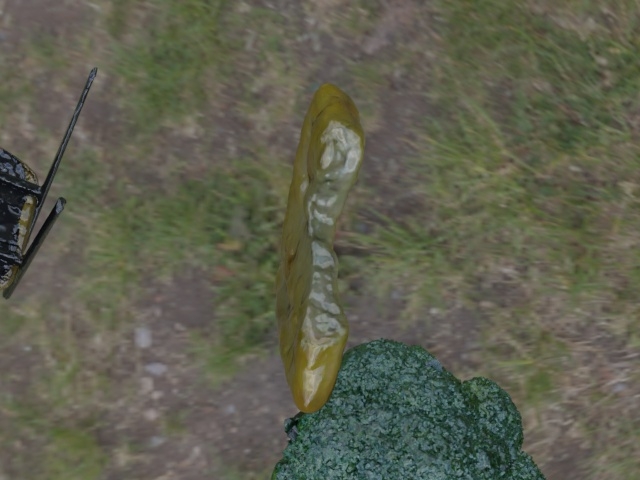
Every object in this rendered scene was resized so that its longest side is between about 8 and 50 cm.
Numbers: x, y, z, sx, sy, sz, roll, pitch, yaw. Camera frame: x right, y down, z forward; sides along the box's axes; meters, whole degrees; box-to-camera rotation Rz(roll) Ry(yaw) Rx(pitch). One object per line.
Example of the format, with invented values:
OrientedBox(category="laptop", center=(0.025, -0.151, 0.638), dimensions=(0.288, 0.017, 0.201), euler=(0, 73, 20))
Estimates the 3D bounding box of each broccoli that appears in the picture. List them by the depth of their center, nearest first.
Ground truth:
OrientedBox(category="broccoli", center=(0.090, 0.239, 1.511), dimensions=(0.269, 0.269, 0.254), euler=(35, 75, 20))

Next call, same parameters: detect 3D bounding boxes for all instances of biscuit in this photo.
OrientedBox(category="biscuit", center=(0.000, 0.000, 1.088), dimensions=(0.039, 0.174, 0.183), euler=(8, 111, -8))

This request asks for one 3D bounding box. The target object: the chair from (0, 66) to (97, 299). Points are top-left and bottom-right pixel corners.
OrientedBox(category="chair", center=(-0.283, -0.043, 1.205), dimensions=(0.158, 0.172, 0.247), euler=(21, 138, -14))
